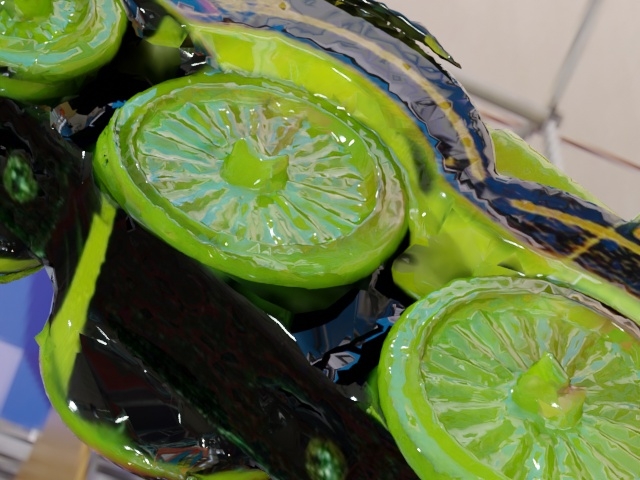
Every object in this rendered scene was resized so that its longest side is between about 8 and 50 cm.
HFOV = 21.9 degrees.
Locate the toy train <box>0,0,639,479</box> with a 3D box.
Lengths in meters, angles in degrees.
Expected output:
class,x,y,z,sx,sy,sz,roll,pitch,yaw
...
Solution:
class,x,y,z,sx,sy,sz,roll,pitch,yaw
toy train,0.000,0.000,0.459,0.160,0.296,0.100,-32,-27,-42
